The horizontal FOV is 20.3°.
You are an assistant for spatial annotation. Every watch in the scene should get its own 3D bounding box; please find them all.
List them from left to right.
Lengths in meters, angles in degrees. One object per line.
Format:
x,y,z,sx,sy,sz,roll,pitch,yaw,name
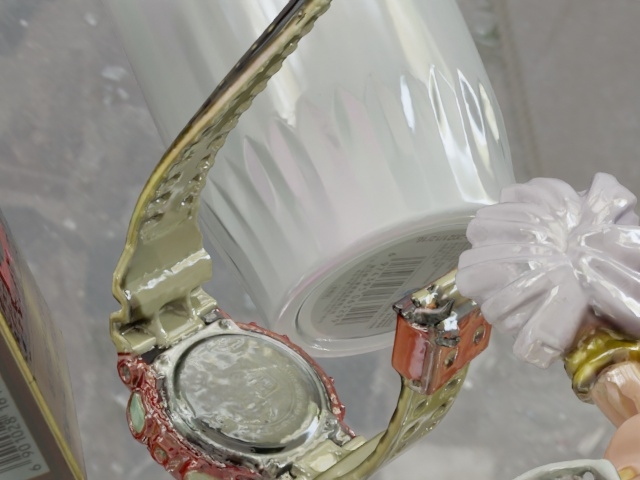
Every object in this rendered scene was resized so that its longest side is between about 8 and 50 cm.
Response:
0.001,0.008,0.761,0.102,0.165,0.268,-31,165,-44,watch

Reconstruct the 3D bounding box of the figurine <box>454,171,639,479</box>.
0.116,0.052,0.445,0.240,0.175,0.115,-54,132,-51,figurine

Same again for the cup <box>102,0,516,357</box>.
-0.005,-0.117,1.347,0.253,0.371,0.253,-18,155,-9,cup

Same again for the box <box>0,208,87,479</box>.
-0.209,0.023,1.017,0.071,0.159,0.240,-19,127,1,box
